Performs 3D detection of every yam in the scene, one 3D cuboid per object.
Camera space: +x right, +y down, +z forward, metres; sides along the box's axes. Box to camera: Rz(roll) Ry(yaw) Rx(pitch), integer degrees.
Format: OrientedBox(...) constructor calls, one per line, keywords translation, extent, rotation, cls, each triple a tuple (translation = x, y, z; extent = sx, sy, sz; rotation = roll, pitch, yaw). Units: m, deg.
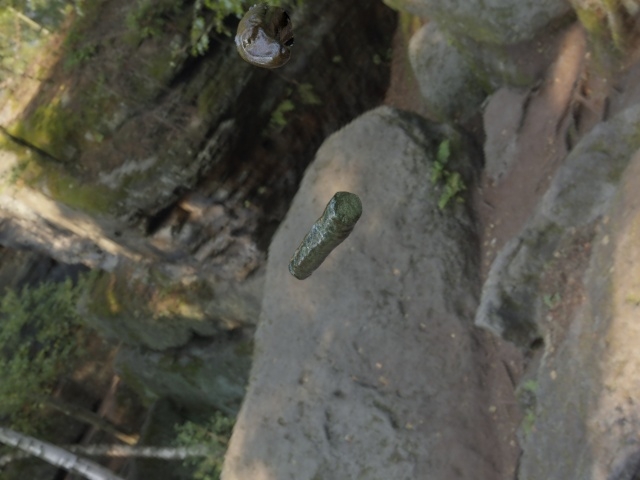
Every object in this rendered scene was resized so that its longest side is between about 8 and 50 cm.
OrientedBox(translation=(0.000, 0.000, 1.347), extent=(0.061, 0.061, 0.274), rotation=(-66, 8, -30), cls="yam")

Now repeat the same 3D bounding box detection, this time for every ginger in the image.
OrientedBox(translation=(-0.123, -0.458, 1.771), extent=(0.107, 0.133, 0.309), rotation=(-39, 16, 22), cls="ginger")
